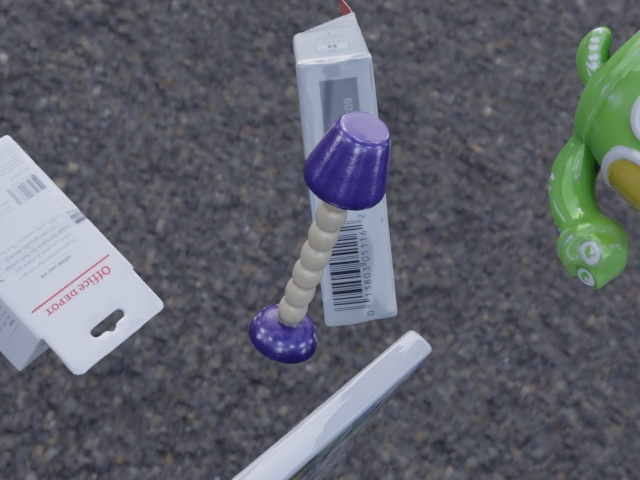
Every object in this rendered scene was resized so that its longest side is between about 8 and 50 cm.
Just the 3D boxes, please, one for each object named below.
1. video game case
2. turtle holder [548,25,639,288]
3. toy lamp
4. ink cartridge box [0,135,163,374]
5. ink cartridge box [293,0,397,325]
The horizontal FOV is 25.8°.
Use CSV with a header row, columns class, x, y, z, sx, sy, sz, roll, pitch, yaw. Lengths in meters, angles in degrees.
class,x,y,z,sx,sy,sz,roll,pitch,yaw
video game case,-0.050,0.250,1.381,0.036,0.300,0.329,44,38,10
turtle holder,0.375,-0.108,1.405,0.320,0.243,0.227,-23,58,-10
toy lamp,0.000,0.000,1.289,0.080,0.274,0.080,12,39,-10
ink cartridge box,-0.218,0.022,1.049,0.180,0.060,0.104,47,48,3
ink cartridge box,0.020,-0.112,1.691,0.091,0.308,0.385,-8,20,-1
